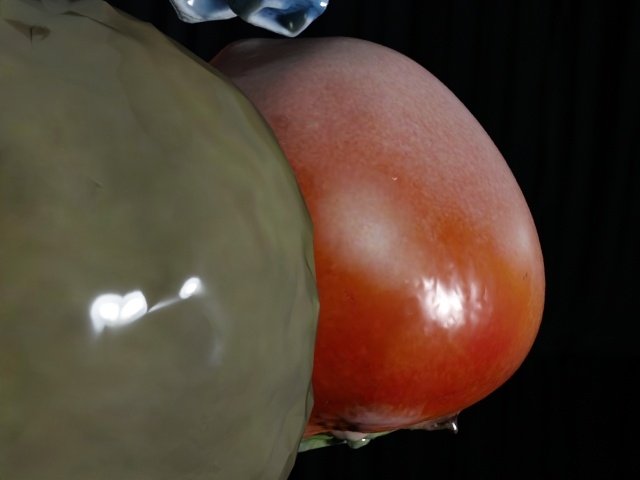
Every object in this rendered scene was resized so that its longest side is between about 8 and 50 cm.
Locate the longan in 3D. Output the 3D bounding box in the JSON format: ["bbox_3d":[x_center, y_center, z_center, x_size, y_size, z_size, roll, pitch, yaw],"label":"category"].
[{"bbox_3d":[-0.205,0.050,1.146,0.404,0.404,0.436,7,165,-32],"label":"longan"}]

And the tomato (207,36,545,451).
[{"bbox_3d":[0.000,0.000,1.460,0.321,0.322,0.321,4,174,0],"label":"tomato"}]

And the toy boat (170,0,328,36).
[{"bbox_3d":[0.000,-0.189,1.070,0.129,0.142,0.309,19,153,-27],"label":"toy boat"}]
